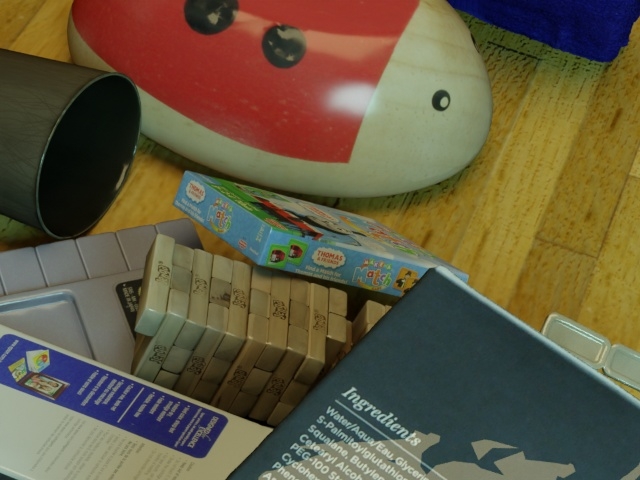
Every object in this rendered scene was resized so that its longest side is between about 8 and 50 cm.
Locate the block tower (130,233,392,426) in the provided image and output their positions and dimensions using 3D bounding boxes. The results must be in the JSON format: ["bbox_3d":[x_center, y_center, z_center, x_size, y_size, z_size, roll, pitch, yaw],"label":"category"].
[{"bbox_3d":[0.005,0.102,1.479,0.335,0.097,0.091,19,39,-15],"label":"block tower"}]

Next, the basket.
[{"bbox_3d":[-0.307,-0.108,1.646,0.227,0.154,0.204,18,18,16],"label":"basket"}]

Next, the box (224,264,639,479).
[{"bbox_3d":[0.029,0.271,1.210,0.212,0.293,0.395,34,63,21],"label":"box"}]

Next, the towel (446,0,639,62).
[{"bbox_3d":[0.176,-0.273,1.837,0.308,0.227,0.076,17,82,9],"label":"towel"}]

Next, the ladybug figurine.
[{"bbox_3d":[-0.043,-0.202,1.759,0.449,0.162,0.305,18,48,8],"label":"ladybug figurine"}]

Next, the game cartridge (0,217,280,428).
[{"bbox_3d":[-0.158,0.134,1.510,0.230,0.068,0.355,-14,51,-15],"label":"game cartridge"}]

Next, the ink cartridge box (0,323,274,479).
[{"bbox_3d":[-0.188,0.158,1.369,0.333,0.065,0.165,20,30,9],"label":"ink cartridge box"}]

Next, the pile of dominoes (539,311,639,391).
[{"bbox_3d":[0.257,0.200,1.470,0.251,0.040,0.196,27,71,-4],"label":"pile of dominoes"}]

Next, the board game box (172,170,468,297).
[{"bbox_3d":[0.000,0.000,1.561,0.211,0.039,0.160,15,10,-35],"label":"board game box"}]
